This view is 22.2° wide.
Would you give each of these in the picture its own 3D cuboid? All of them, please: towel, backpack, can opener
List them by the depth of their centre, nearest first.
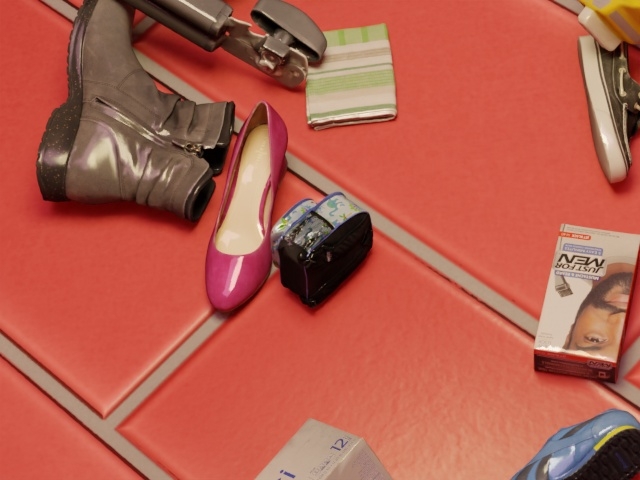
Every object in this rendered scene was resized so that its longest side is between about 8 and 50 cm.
[{"bbox_3d":[0.000,0.000,1.864,0.114,0.105,0.084,-40,60,-22],"label":"backpack"},{"bbox_3d":[-0.128,-0.288,2.030,0.283,0.076,0.095,31,62,0],"label":"can opener"},{"bbox_3d":[0.037,-0.206,2.049,0.113,0.023,0.152,-6,53,4],"label":"towel"}]

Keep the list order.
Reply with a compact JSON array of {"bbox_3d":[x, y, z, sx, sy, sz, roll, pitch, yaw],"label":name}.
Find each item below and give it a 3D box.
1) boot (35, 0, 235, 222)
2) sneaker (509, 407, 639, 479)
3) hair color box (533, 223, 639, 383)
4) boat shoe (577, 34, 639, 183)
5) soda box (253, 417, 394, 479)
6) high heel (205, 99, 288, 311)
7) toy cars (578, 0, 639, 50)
[{"bbox_3d":[-0.208,-0.174,2.030,0.222,0.118,0.338,6,65,6],"label":"boot"},{"bbox_3d":[0.243,0.246,1.691,0.209,0.069,0.082,-34,24,-3],"label":"sneaker"},{"bbox_3d":[0.295,0.068,1.799,0.093,0.053,0.167,8,60,14],"label":"hair color box"},{"bbox_3d":[0.352,-0.164,1.929,0.070,0.078,0.219,-7,54,6],"label":"boat shoe"},{"bbox_3d":[-0.053,0.318,1.650,0.286,0.091,0.098,-47,31,-21],"label":"soda box"},{"bbox_3d":[-0.088,-0.042,1.899,0.082,0.117,0.244,13,59,17],"label":"high heel"},{"bbox_3d":[0.424,-0.206,1.885,0.393,0.176,0.087,41,95,13],"label":"toy cars"}]
